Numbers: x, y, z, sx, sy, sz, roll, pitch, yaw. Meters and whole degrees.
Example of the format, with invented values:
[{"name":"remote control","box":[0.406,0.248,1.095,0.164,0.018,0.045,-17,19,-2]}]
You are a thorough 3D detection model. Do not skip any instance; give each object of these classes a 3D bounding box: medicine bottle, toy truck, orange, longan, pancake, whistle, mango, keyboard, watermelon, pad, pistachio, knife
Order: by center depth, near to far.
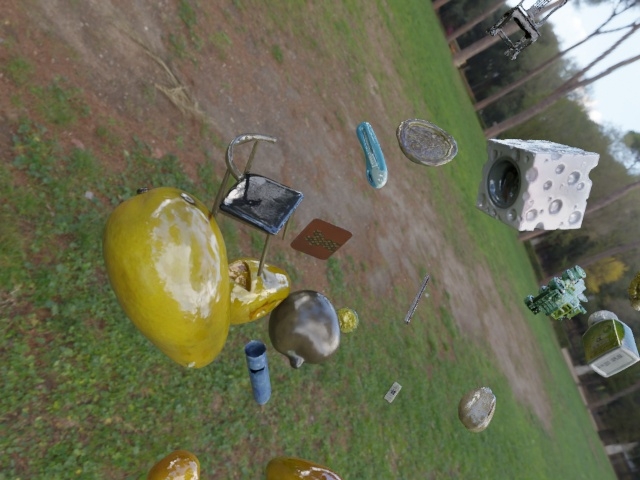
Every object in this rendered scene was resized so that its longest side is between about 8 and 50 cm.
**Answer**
[{"name":"mango","box":[-0.284,0.097,1.005,0.301,0.220,0.445,-119,-164,-50]},{"name":"mango","box":[-0.039,0.676,1.349,0.176,0.254,0.139,97,17,-53]},{"name":"orange","box":[-0.407,0.665,1.379,0.134,0.155,0.154,48,19,14]},{"name":"knife","box":[0.141,-0.245,1.395,0.031,0.064,0.222,22,47,-51]},{"name":"whistle","box":[-0.182,0.399,1.469,0.304,0.062,0.062,91,-3,-48]},{"name":"pistachio","box":[0.474,0.510,1.495,0.149,0.113,0.113,-48,117,-25]},{"name":"toy truck","box":[0.746,0.177,1.512,0.259,0.128,0.135,-6,57,-45]},{"name":"keyboard","box":[0.298,0.182,1.517,0.166,0.017,0.055,-61,160,-16]},{"name":"medicine bottle","box":[0.908,0.317,1.559,0.088,0.132,0.188,33,38,-5]},{"name":"mango","box":[-0.244,0.167,1.687,0.365,0.253,0.182,-4,50,-54]},{"name":"longan","box":[-0.058,0.336,1.860,0.300,0.243,0.300,5,73,-17]},{"name":"pancake","box":[0.410,-0.380,1.916,0.250,0.031,0.250,7,55,-10]},{"name":"watermelon","box":[0.107,0.314,1.967,0.062,0.105,0.106,-15,80,-63]},{"name":"pad","box":[0.000,0.000,2.007,0.181,0.267,0.004,22,55,-16]}]

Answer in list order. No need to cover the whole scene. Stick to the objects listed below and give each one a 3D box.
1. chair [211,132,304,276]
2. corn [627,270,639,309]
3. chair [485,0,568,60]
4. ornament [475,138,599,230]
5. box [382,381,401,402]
[{"name":"chair","box":[-0.142,-0.084,1.103,0.166,0.272,0.188,25,41,5]},{"name":"corn","box":[1.110,0.083,1.546,0.130,0.347,0.130,29,20,-12]},{"name":"chair","box":[0.595,-0.636,1.394,0.106,0.229,0.113,43,23,-13]},{"name":"ornament","box":[0.677,-0.183,1.573,0.239,0.239,0.240,-129,-140,-62]},{"name":"box","box":[0.285,0.605,1.963,0.035,0.079,0.083,36,-14,14]}]
